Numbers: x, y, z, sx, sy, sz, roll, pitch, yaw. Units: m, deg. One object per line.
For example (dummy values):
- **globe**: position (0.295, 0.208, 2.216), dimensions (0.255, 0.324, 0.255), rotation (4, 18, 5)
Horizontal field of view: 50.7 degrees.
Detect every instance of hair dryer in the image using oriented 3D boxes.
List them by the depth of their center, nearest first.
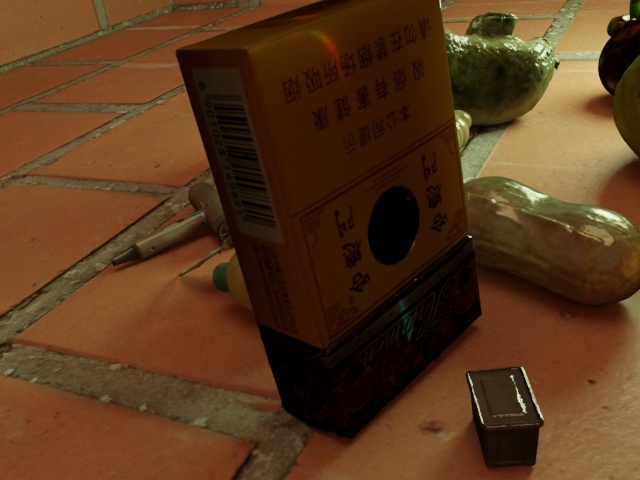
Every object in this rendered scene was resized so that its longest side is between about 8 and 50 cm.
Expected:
- **hair dryer**: position (-0.257, -0.016, 1.160), dimensions (0.220, 0.054, 0.195), rotation (-24, 30, -15)

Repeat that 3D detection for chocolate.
- **chocolate**: position (0.284, -0.008, 0.901), dimensions (0.134, 0.134, 0.309), rotation (-26, 33, -30)

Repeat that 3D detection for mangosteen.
- **mangosteen**: position (0.705, -0.398, 1.423), dimensions (0.216, 0.216, 0.216), rotation (-6, 28, 3)

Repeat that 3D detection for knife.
- **knife**: position (-0.130, 0.004, 0.947), dimensions (0.297, 0.017, 0.047), rotation (-33, 11, 44)

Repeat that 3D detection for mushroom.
- **mushroom**: position (0.326, -0.354, 1.410), dimensions (0.344, 0.248, 0.130), rotation (13, 34, -12)

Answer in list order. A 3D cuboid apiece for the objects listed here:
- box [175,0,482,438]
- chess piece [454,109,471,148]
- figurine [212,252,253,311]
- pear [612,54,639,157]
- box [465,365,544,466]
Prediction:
- **box**: position (0.037, -0.032, 0.713), dimensions (0.115, 0.416, 0.264), rotation (13, 35, 43)
- **chess piece**: position (0.203, -0.186, 1.287), dimensions (0.124, 0.139, 0.307), rotation (46, 39, 3)
- **figurine**: position (0.000, 0.000, 0.978), dimensions (0.222, 0.124, 0.324), rotation (11, 34, 42)
- **pear**: position (0.625, -0.229, 1.107), dimensions (0.269, 0.269, 0.321), rotation (5, 18, 23)
- **box**: position (0.179, 0.174, 0.662), dimensions (0.060, 0.063, 0.085), rotation (-5, 27, 2)
